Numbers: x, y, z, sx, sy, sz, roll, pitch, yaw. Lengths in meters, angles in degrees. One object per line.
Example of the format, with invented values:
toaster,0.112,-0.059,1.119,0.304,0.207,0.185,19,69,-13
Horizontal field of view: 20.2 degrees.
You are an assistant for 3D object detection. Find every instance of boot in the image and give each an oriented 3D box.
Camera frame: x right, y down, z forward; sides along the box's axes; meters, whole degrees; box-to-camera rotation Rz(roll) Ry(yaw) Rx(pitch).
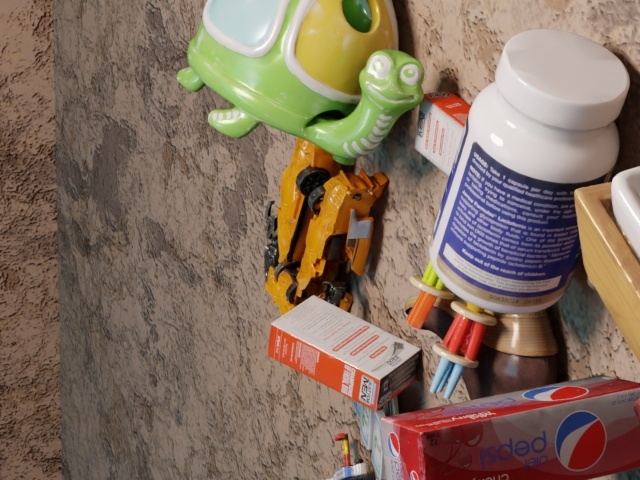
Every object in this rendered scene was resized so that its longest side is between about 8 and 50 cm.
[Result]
boot,0.174,0.156,1.985,0.248,0.090,0.207,-3,91,61

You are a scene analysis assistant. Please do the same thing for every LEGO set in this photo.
LEGO set,0.042,0.298,2.329,0.182,0.060,0.244,-113,23,-59

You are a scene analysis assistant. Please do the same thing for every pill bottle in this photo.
pill bottle,0.207,-0.068,1.775,0.153,0.153,0.265,-120,32,-40

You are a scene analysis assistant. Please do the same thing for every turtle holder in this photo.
turtle holder,-0.020,-0.226,2.119,0.320,0.243,0.227,-105,38,-68

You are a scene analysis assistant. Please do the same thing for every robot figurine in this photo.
robot figurine,0.000,0.000,2.334,0.211,0.085,0.291,-120,33,-41

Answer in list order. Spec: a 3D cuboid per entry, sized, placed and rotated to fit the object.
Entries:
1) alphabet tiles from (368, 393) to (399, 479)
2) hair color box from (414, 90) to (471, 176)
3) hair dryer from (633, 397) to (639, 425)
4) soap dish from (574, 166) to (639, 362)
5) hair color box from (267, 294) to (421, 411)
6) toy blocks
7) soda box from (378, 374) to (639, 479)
alphabet tiles,0.089,0.301,2.270,0.198,0.009,0.237,-166,71,-77
hair color box,0.158,-0.109,2.003,0.141,0.043,0.072,45,137,52
hair dryer,0.346,0.186,1.576,0.293,0.080,0.224,-150,40,-80
soap dish,0.352,0.064,1.405,0.118,0.229,0.291,107,146,-47
hair color box,0.029,0.138,2.219,0.167,0.093,0.053,25,126,28
toy blocks,0.133,0.083,1.920,0.123,0.054,0.148,32,103,46
soda box,0.194,0.196,1.746,0.092,0.263,0.083,-170,73,-65
